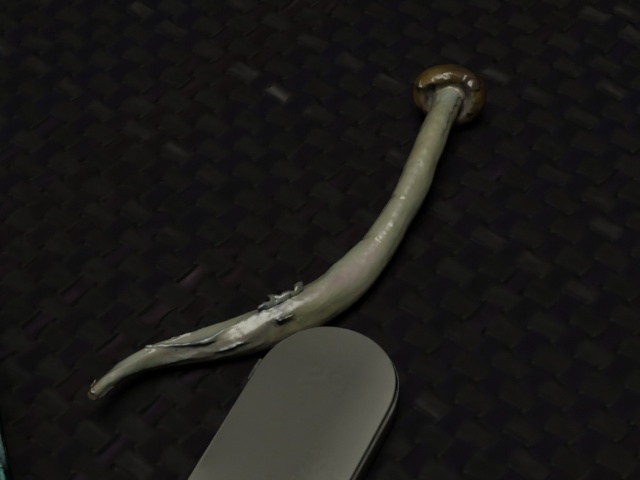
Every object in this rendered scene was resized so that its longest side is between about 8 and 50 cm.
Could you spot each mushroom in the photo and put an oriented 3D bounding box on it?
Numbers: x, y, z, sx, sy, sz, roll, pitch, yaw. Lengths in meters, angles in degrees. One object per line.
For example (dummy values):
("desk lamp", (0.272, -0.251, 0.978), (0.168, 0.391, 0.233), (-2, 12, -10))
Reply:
("mushroom", (0.001, 0.002, 0.943), (0.068, 0.043, 0.306), (17, 51, 41))

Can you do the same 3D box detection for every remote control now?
("remote control", (-0.035, 0.138, 0.833), (0.077, 0.022, 0.245), (19, 53, 18))

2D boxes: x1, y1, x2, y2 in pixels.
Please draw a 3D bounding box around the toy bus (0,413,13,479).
("toy bus", (-0.196, 0.085, 0.848), (0.079, 0.092, 0.160), (-13, 55, -9))
